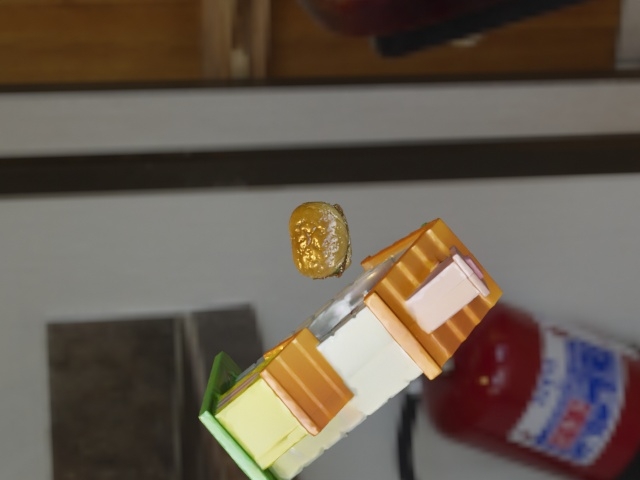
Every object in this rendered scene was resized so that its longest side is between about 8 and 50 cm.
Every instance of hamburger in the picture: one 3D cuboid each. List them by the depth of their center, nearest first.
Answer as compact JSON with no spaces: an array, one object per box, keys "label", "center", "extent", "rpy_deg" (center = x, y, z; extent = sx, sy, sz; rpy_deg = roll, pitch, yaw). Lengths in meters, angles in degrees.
[{"label":"hamburger","center":[0.000,0.000,1.888],"extent":[0.076,0.044,0.083],"rpy_deg":[-9,86,36]}]

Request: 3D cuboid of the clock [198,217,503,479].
[{"label":"clock","center":[0.029,0.086,1.565],"extent":[0.106,0.255,0.220],"rpy_deg":[49,-174,-7]}]
